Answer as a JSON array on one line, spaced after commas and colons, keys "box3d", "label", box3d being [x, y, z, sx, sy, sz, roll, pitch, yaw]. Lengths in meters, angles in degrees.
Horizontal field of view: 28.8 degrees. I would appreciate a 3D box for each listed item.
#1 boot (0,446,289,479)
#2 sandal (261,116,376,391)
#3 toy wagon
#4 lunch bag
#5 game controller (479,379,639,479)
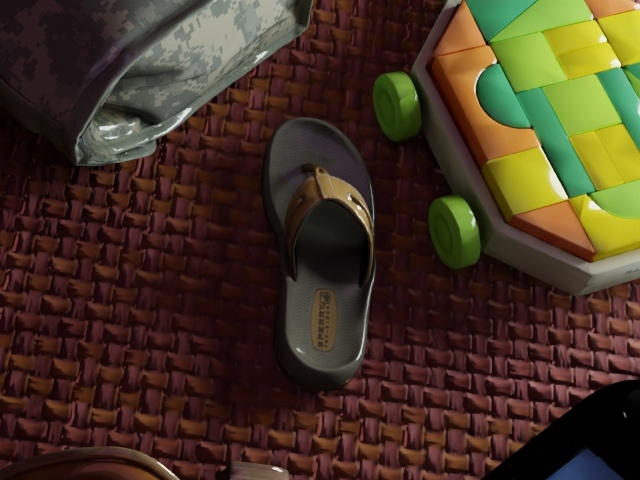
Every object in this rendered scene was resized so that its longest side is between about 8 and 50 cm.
[{"box3d": [-0.112, 0.212, 0.780, 0.197, 0.073, 0.152, 5, 66, -4], "label": "boot"}, {"box3d": [0.000, 0.000, 0.915, 0.090, 0.060, 0.219, 6, 62, -7], "label": "sandal"}, {"box3d": [0.179, -0.123, 1.007, 0.267, 0.068, 0.344, -15, 66, -17], "label": "toy wagon"}, {"box3d": [-0.168, -0.199, 0.932, 0.235, 0.169, 0.287, 41, 59, 12], "label": "lunch bag"}, {"box3d": [0.135, 0.216, 0.770, 0.319, 0.067, 0.166, -36, 34, -12], "label": "game controller"}]
